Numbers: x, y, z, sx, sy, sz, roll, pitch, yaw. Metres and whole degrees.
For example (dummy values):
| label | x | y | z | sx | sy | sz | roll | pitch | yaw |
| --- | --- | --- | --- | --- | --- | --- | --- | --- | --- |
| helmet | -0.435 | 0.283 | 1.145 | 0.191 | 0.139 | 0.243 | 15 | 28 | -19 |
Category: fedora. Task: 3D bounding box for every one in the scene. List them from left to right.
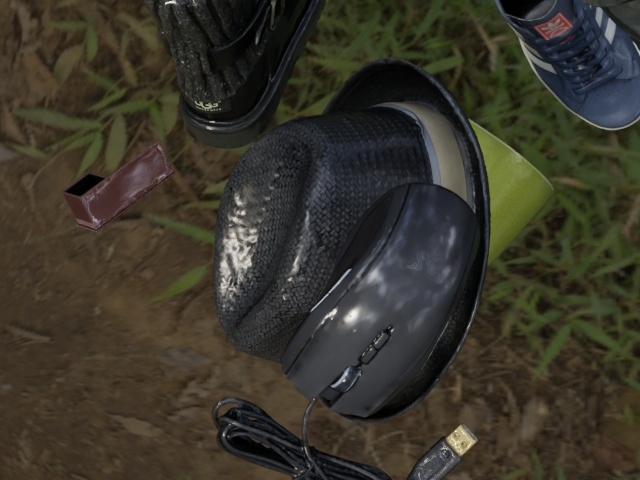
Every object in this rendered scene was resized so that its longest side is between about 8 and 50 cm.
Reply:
| label | x | y | z | sx | sy | sz | roll | pitch | yaw |
| --- | --- | --- | --- | --- | --- | --- | --- | --- | --- |
| fedora | 0.000 | 0.000 | 1.106 | 0.152 | 0.334 | 0.334 | 3 | 83 | -34 |

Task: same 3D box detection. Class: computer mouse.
| label | x | y | z | sx | sy | sz | roll | pitch | yaw |
| --- | --- | --- | --- | --- | --- | --- | --- | --- | --- |
| computer mouse | 0.059 | 0.099 | 0.931 | 0.184 | 0.060 | 0.262 | 34 | 102 | -16 |

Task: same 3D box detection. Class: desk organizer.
| label | x | y | z | sx | sy | sz | roll | pitch | yaw |
| --- | --- | --- | --- | --- | --- | --- | --- | --- | --- |
| desk organizer | -0.244 | -0.070 | 1.525 | 0.130 | 0.047 | 0.050 | -40 | 125 | -27 |

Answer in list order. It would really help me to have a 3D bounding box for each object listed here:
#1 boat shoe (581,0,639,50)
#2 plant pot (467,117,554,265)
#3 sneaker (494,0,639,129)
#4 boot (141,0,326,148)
| label | x | y | z | sx | sy | sz | roll | pitch | yaw |
| --- | --- | --- | --- | --- | --- | --- | --- | --- | --- |
| boat shoe | 0.247 | -0.139 | 0.415 | 0.113 | 0.340 | 0.127 | 53 | 28 | -31 |
| plant pot | 0.110 | -0.015 | 1.655 | 0.274 | 0.275 | 0.294 | 34 | 89 | -12 |
| sneaker | 0.292 | -0.263 | 1.541 | 0.131 | 0.148 | 0.350 | -33 | 109 | 21 |
| boot | -0.079 | -0.295 | 1.297 | 0.131 | 0.260 | 0.348 | 5 | 59 | 11 |
